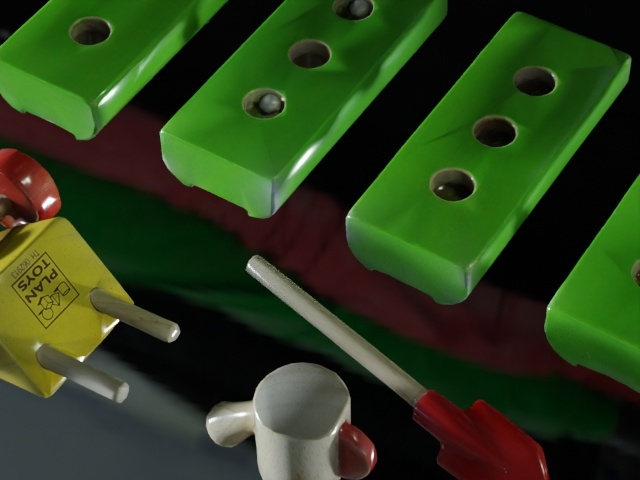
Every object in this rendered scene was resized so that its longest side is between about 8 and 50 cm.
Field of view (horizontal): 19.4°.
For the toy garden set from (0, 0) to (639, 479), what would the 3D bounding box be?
[{"bbox_3d":[0.000,0.000,0.580,0.244,0.204,0.049,25,-36,21],"label":"toy garden set"}]
